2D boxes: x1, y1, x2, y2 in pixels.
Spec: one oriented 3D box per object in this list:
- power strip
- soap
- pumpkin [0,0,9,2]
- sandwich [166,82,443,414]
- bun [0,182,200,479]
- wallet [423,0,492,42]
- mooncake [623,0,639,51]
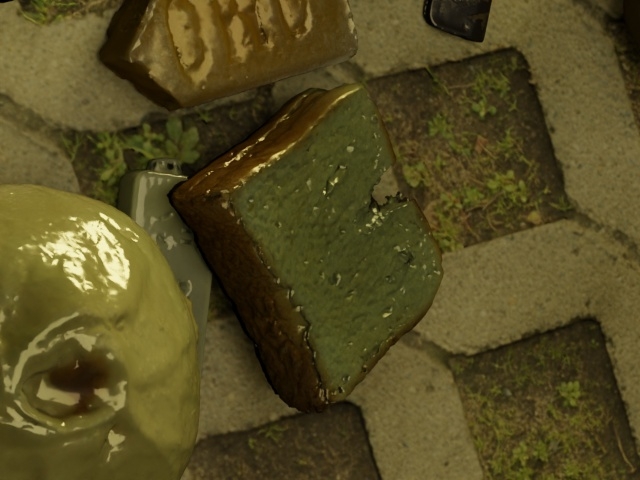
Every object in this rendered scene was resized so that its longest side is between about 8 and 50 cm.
[{"bbox_3d":[-0.166,0.084,1.849,0.098,0.058,0.338,7,88,-28],"label":"power strip"},{"bbox_3d":[-0.099,-0.226,1.866,0.257,0.080,0.160,-20,100,-26],"label":"soap"},{"bbox_3d":[-0.323,-0.385,1.643,0.363,0.266,0.363,-3,96,-31],"label":"pumpkin"},{"bbox_3d":[0.001,0.000,1.884,0.249,0.095,0.273,-43,119,-34],"label":"sandwich"},{"bbox_3d":[-0.260,0.129,1.663,0.364,0.202,0.364,-2,94,-26],"label":"bun"},{"bbox_3d":[0.162,-0.302,2.037,0.082,0.018,0.157,16,84,-27],"label":"wallet"},{"bbox_3d":[0.544,-0.357,2.105,0.467,0.262,0.467,-2,94,-28],"label":"mooncake"}]
